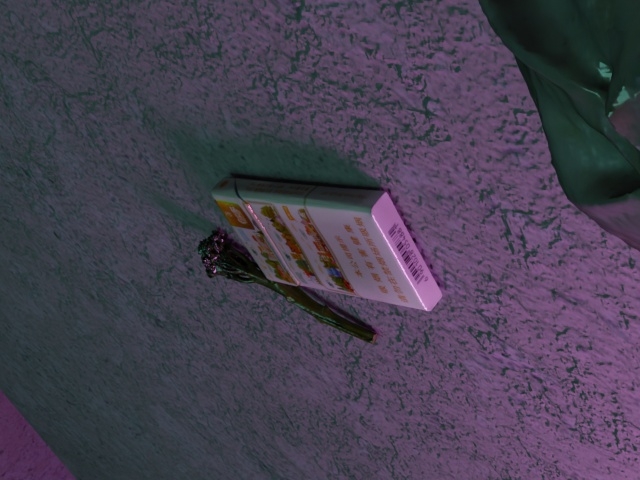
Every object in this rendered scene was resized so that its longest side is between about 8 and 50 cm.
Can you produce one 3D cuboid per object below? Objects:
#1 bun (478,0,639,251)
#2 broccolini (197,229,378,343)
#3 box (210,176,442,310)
[{"bbox_3d":[0.211,-0.079,0.461,0.354,0.194,0.354,32,151,21],"label":"bun"},{"bbox_3d":[-0.035,0.048,1.192,0.218,0.042,0.044,23,148,21],"label":"broccolini"},{"bbox_3d":[0.001,-0.001,1.056,0.220,0.032,0.122,9,139,49],"label":"box"}]
